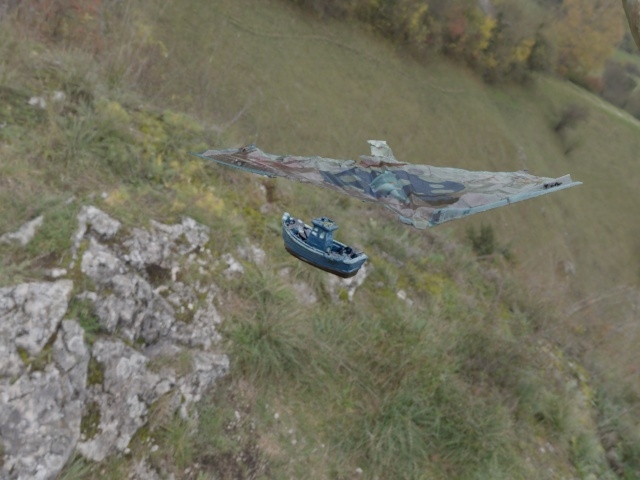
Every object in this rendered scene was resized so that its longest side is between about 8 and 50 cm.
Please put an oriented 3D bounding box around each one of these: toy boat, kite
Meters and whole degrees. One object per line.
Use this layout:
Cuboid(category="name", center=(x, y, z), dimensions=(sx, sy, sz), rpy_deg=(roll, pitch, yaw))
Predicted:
Cuboid(category="toy boat", center=(0.000, 0.000, 0.790), dimensions=(0.137, 0.060, 0.060), rpy_deg=(26, 23, 34))
Cuboid(category="kite", center=(0.066, -0.070, 0.578), dimensions=(0.407, 0.014, 0.368), rpy_deg=(4, 18, -1))

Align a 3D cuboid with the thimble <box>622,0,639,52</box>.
Cuboid(category="thimble", center=(0.317, -0.167, 0.396), dimensions=(0.148, 0.196, 0.228), rpy_deg=(20, 58, -49))
